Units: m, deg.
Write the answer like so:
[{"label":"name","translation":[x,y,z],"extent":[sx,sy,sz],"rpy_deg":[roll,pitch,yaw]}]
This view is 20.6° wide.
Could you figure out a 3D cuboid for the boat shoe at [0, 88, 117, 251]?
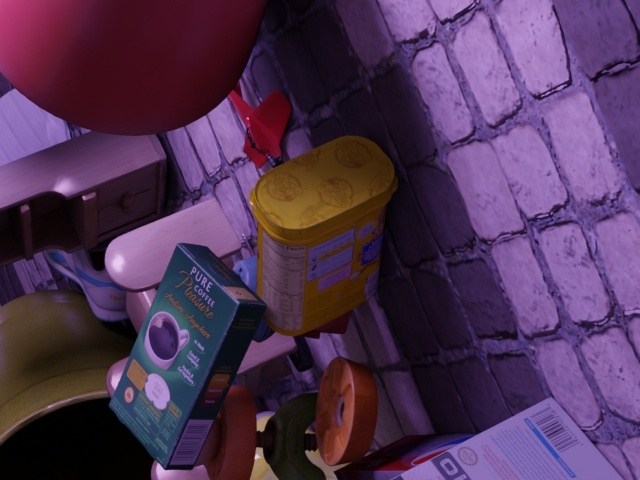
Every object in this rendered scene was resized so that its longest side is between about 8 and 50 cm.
[{"label":"boat shoe","translation":[-0.362,-0.088,2.347],"extent":[0.119,0.121,0.335],"rpy_deg":[54,-177,-40]}]

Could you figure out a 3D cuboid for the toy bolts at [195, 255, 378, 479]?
[{"label":"toy bolts","translation":[-0.055,0.118,1.665],"extent":[0.218,0.158,0.228],"rpy_deg":[147,127,-66]}]

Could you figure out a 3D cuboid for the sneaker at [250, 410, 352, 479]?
[{"label":"sneaker","translation":[0.052,0.323,1.789],"extent":[0.384,0.145,0.147],"rpy_deg":[51,149,11]}]

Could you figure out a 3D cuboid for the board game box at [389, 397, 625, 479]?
[{"label":"board game box","translation":[0.115,0.282,1.330],"extent":[0.224,0.303,0.097],"rpy_deg":[51,154,36]}]

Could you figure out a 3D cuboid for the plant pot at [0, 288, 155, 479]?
[{"label":"plant pot","translation":[-0.338,0.254,2.396],"extent":[0.353,0.366,0.366],"rpy_deg":[-121,19,-53]}]

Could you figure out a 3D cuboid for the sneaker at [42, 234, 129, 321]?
[{"label":"sneaker","translation":[-0.312,0.013,2.399],"extent":[0.229,0.087,0.092],"rpy_deg":[41,136,40]}]

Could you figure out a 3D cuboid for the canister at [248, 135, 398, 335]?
[{"label":"canister","translation":[0.000,0.000,1.566],"extent":[0.073,0.126,0.170],"rpy_deg":[51,156,29]}]

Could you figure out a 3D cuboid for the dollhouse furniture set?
[{"label":"dollhouse furniture set","translation":[-0.236,0.088,2.008],"extent":[0.394,0.256,0.362],"rpy_deg":[61,162,20]}]

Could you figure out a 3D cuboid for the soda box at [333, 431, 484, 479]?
[{"label":"soda box","translation":[0.108,0.227,1.584],"extent":[0.083,0.092,0.263],"rpy_deg":[67,159,-1]}]

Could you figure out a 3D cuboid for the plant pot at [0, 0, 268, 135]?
[{"label":"plant pot","translation":[-0.147,-0.264,1.492],"extent":[0.275,0.275,0.243],"rpy_deg":[61,150,14]}]

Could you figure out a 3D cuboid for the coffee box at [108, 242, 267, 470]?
[{"label":"coffee box","translation":[-0.124,0.108,1.624],"extent":[0.113,0.040,0.184],"rpy_deg":[40,114,43]}]

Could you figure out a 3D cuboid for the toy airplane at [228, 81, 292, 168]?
[{"label":"toy airplane","translation":[-0.070,-0.127,1.736],"extent":[0.151,0.028,0.151],"rpy_deg":[47,150,38]}]

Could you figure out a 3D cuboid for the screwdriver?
[{"label":"screwdriver","translation":[-0.052,0.068,1.904],"extent":[0.025,0.024,0.170],"rpy_deg":[-45,65,37]}]

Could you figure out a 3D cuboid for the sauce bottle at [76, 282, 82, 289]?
[{"label":"sauce bottle","translation":[-0.322,0.058,2.508],"extent":[0.128,0.042,0.042],"rpy_deg":[-2,110,67]}]
